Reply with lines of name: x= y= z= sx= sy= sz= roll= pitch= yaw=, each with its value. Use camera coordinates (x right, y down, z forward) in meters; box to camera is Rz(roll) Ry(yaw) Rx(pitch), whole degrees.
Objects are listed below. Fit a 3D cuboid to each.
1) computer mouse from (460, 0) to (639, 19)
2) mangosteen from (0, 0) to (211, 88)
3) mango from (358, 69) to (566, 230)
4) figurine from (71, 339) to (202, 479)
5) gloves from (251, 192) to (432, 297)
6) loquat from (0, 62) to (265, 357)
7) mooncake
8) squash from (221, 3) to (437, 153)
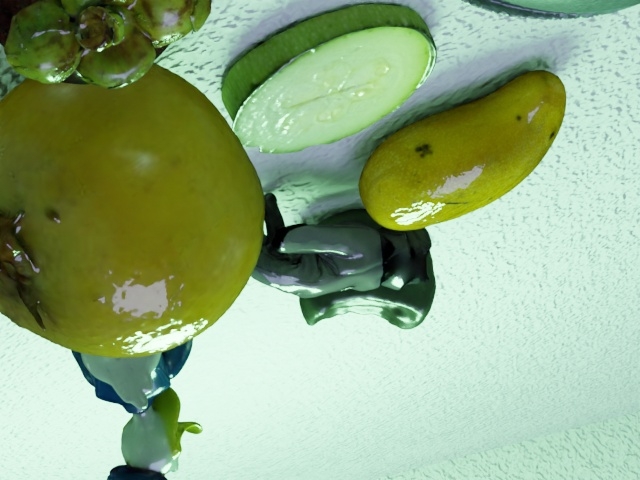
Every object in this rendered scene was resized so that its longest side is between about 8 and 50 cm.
computer mouse: x=0.260 y=-0.275 z=1.308 sx=0.374 sy=0.114 sz=0.203 roll=-12 pitch=159 yaw=-13
mangosteen: x=-0.161 y=-0.182 z=1.096 sx=0.166 sy=0.180 sz=0.166 roll=-9 pitch=130 yaw=-10
mango: x=0.163 y=-0.091 z=1.691 sx=0.262 sy=0.109 sz=0.157 roll=-28 pitch=154 yaw=21
figurine: x=-0.237 y=0.159 z=1.806 sx=0.204 sy=0.338 sz=0.283 roll=-9 pitch=-168 yaw=-6
gloves: x=0.004 y=0.010 z=1.734 sx=0.285 sy=0.119 sz=0.142 roll=11 pitch=166 yaw=-23
loquat: x=-0.193 y=-0.029 z=1.346 sx=0.275 sy=0.275 sz=0.275 roll=-16 pitch=159 yaw=-6
mooncake: x=0.054 y=0.049 z=1.869 sx=0.168 sy=0.175 sz=0.104 roll=-55 pitch=172 yaw=-29
squash: x=0.011 y=-0.160 z=1.507 sx=0.219 sy=0.041 sz=0.219 roll=-20 pitch=159 yaw=-8
